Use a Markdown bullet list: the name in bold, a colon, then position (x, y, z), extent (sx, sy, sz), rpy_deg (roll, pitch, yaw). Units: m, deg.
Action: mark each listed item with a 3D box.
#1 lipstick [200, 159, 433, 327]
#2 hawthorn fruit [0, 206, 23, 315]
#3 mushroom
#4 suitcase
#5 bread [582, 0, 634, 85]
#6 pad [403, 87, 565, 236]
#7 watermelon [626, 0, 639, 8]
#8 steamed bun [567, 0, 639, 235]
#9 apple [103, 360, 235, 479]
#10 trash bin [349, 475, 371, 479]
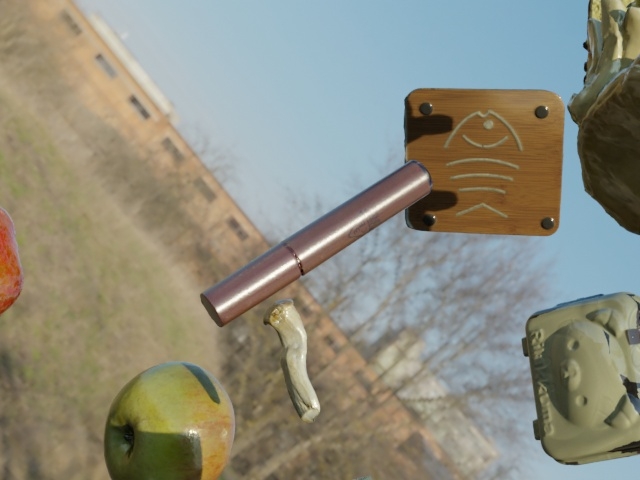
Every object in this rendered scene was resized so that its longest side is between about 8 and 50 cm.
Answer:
- **lipstick**: position (0.000, 0.000, 1.562), extent (0.057, 0.357, 0.057), rpy_deg (50, -18, 24)
- **hawthorn fruit**: position (-0.527, 0.040, 1.518), extent (0.210, 0.262, 0.210), rpy_deg (12, -73, 44)
- **mushroom**: position (-0.043, 0.190, 1.842), extent (0.059, 0.054, 0.202), rpy_deg (136, -58, -62)
- **suitcase**: position (0.602, 0.277, 2.424), extent (0.194, 0.339, 0.351), rpy_deg (22, 58, -52)
- **bread**: position (0.613, -0.337, 2.201), extent (0.236, 0.263, 0.198), rpy_deg (3, -8, 9)
- **pad**: position (0.294, -0.141, 2.109), extent (0.018, 0.287, 0.284), rpy_deg (-67, 157, -63)
- **watermelon**: position (0.601, -0.385, 1.719), extent (0.123, 0.301, 0.129), rpy_deg (-20, 81, -56)
- **steamed bun**: position (0.447, -0.186, 1.619), extent (0.247, 0.189, 0.428), rpy_deg (27, -19, 22)
- **apple**: position (-0.273, 0.348, 2.089), extent (0.194, 0.260, 0.261), rpy_deg (8, 27, -44)
- **trash bin**: position (0.009, 0.516, 1.596), extent (0.158, 0.223, 0.343), rpy_deg (5, 67, -58)
